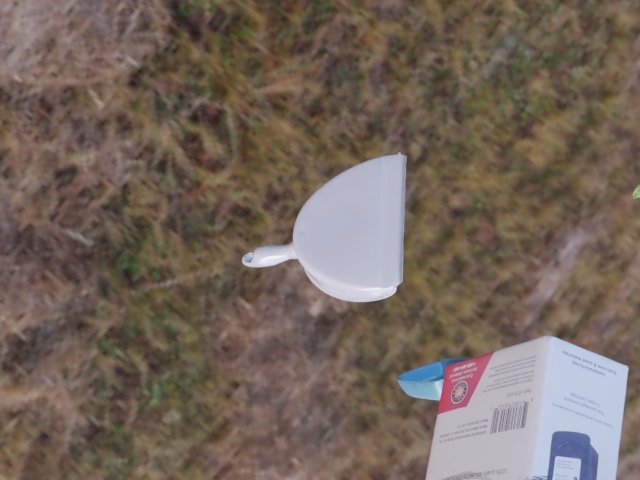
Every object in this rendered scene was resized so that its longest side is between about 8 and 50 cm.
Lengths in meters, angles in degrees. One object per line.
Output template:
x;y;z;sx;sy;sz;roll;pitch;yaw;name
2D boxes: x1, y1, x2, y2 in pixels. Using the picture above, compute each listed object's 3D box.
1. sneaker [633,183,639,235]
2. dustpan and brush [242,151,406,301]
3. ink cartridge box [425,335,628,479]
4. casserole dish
0.407;-0.038;1.257;0.084;0.235;0.097;-5;91;-48;sneaker
0.000;0.000;1.308;0.060;0.211;0.147;37;51;-55;dustpan and brush
0.179;0.226;1.188;0.172;0.100;0.237;-28;-135;58;ink cartridge box
0.191;0.211;1.967;0.114;0.037;0.188;-18;-178;-21;casserole dish
